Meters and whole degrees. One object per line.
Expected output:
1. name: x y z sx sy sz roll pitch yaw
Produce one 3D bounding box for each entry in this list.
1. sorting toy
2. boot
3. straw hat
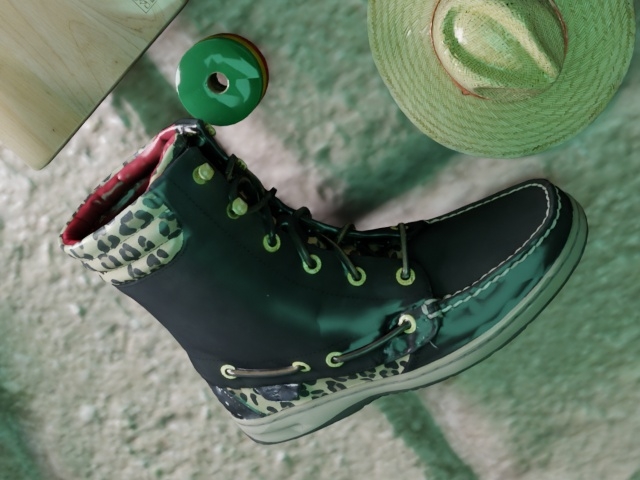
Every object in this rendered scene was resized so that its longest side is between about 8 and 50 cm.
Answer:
1. sorting toy: -0.162 -0.137 0.517 0.274 0.046 0.132 43 111 -9
2. boot: -0.001 0.002 0.504 0.236 0.085 0.178 -31 119 22
3. straw hat: 0.089 -0.100 0.486 0.144 0.061 0.145 3 111 7
